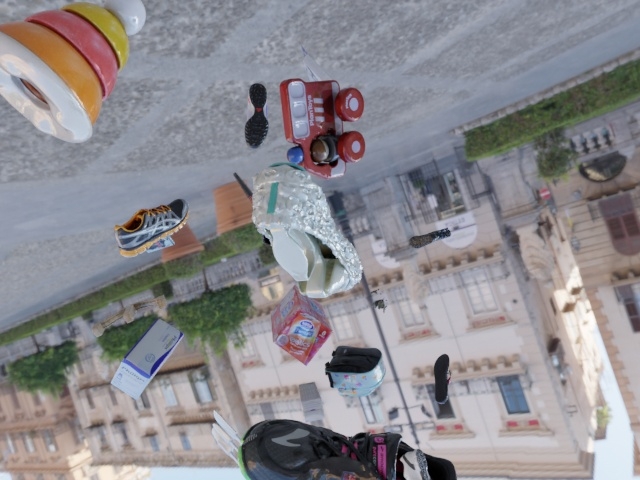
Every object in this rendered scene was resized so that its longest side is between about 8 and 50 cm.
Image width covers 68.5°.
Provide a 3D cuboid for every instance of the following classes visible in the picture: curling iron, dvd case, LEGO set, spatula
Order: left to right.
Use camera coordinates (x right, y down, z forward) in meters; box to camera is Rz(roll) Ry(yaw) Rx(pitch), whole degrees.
[{"bbox_3d":[-0.676,0.005,1.938,0.119,0.013,0.087,-18,139,0],"label":"dvd case"},{"bbox_3d":[-0.200,0.559,1.225,0.019,0.242,0.168,-34,154,-42],"label":"spatula"},{"bbox_3d":[-0.292,-0.165,1.953,0.068,0.274,0.035,-28,177,-3],"label":"curling iron"},{"bbox_3d":[0.190,0.196,1.530,0.054,0.083,0.023,-6,-174,-7],"label":"LEGO set"}]

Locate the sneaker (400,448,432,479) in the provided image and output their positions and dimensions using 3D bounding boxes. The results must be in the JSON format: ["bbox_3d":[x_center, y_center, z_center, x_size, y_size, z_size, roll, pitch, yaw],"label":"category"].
[{"bbox_3d":[0.179,0.441,0.858,0.044,0.109,0.040,-27,153,32],"label":"sneaker"}]

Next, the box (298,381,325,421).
[{"bbox_3d":[-0.034,0.524,1.546,0.067,0.063,0.324,-10,173,-6],"label":"box"}]

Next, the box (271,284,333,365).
[{"bbox_3d":[-0.061,0.244,1.398,0.128,0.123,0.257,-52,-169,3],"label":"box"}]

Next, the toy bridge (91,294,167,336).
[{"bbox_3d":[-0.472,0.180,1.164,0.188,0.026,0.063,-23,-159,-3],"label":"toy bridge"}]

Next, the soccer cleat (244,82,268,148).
[{"bbox_3d":[-0.296,-0.564,2.188,0.109,0.318,0.116,2,168,-9],"label":"soccer cleat"}]

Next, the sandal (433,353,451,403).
[{"bbox_3d":[0.450,0.507,1.721,0.040,0.179,0.067,23,152,-27],"label":"sandal"}]

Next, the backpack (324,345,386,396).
[{"bbox_3d":[0.132,0.447,1.617,0.188,0.144,0.166,-14,-165,28],"label":"backpack"}]

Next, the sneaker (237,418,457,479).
[{"bbox_3d":[0.067,0.455,0.981,0.483,0.185,0.202,17,127,-15],"label":"sneaker"}]

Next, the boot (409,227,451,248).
[{"bbox_3d":[0.379,-0.010,1.613,0.099,0.045,0.121,-18,179,-33],"label":"boot"}]

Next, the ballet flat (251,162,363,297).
[{"bbox_3d":[-0.024,0.027,0.855,0.147,0.147,0.409,-19,145,11],"label":"ballet flat"}]

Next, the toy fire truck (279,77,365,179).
[{"bbox_3d":[-0.009,-0.332,1.417,0.254,0.302,0.169,-19,-157,-39],"label":"toy fire truck"}]

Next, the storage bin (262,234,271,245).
[{"bbox_3d":[-0.144,-0.071,1.749,0.122,0.180,0.084,10,-154,13],"label":"storage bin"}]

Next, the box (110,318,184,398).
[{"bbox_3d":[-0.387,0.264,1.051,0.137,0.072,0.126,-49,-173,40],"label":"box"}]

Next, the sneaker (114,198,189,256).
[{"bbox_3d":[-0.421,-0.049,1.184,0.084,0.083,0.215,16,-134,34],"label":"sneaker"}]

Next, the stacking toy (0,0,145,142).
[{"bbox_3d":[-0.661,-0.547,1.329,0.480,0.350,0.351,-57,-162,-25],"label":"stacking toy"}]

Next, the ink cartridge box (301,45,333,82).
[{"bbox_3d":[-0.014,-0.711,2.066,0.045,0.224,0.223,-39,164,0],"label":"ink cartridge box"}]
